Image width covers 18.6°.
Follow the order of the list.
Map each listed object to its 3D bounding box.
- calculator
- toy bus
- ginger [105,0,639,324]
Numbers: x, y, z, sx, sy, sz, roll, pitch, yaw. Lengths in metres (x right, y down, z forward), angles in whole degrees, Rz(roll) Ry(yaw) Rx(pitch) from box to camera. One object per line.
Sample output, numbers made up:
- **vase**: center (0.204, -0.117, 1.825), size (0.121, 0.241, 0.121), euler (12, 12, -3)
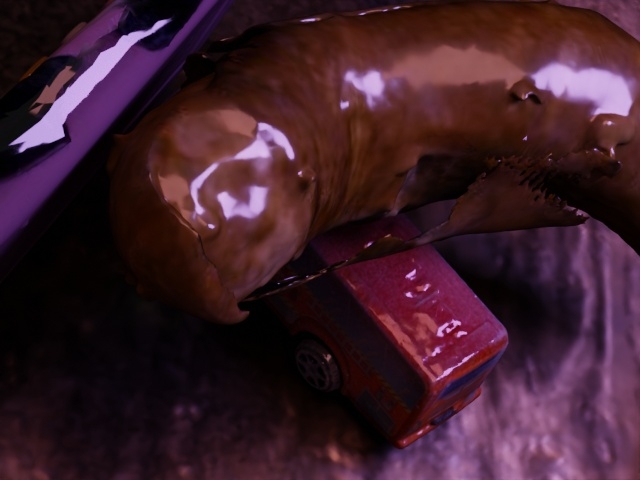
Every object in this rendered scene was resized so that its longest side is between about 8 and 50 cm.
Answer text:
- **calculator**: center (-0.106, -0.041, 0.798), size (0.043, 0.194, 0.294), euler (42, 59, -1)
- **toy bus**: center (0.000, 0.000, 0.874), size (0.065, 0.077, 0.192), euler (-32, 74, -34)
- **ginger**: center (0.045, -0.039, 0.805), size (0.309, 0.107, 0.133), euler (-10, 51, -30)
